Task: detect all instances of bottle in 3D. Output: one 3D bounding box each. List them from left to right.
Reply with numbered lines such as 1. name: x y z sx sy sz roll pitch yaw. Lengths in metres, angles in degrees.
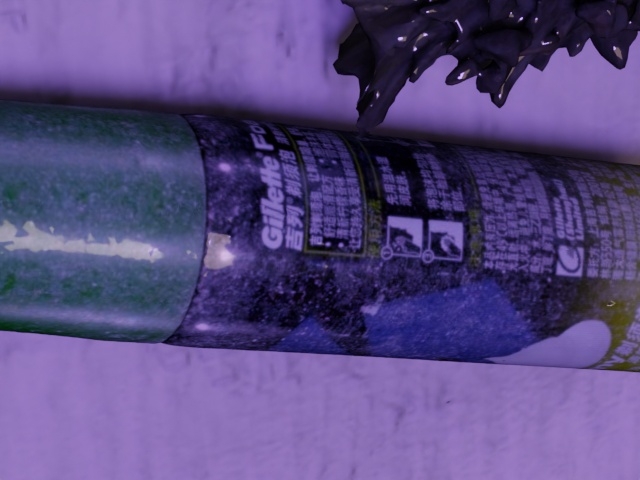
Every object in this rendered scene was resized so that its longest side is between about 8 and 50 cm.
1. bottle: 0.000 0.000 0.745 0.330 0.093 0.093 5 110 -25

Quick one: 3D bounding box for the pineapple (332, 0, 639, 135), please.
1. pineapple: 0.176 -0.129 0.721 0.362 0.202 0.202 -18 119 1
